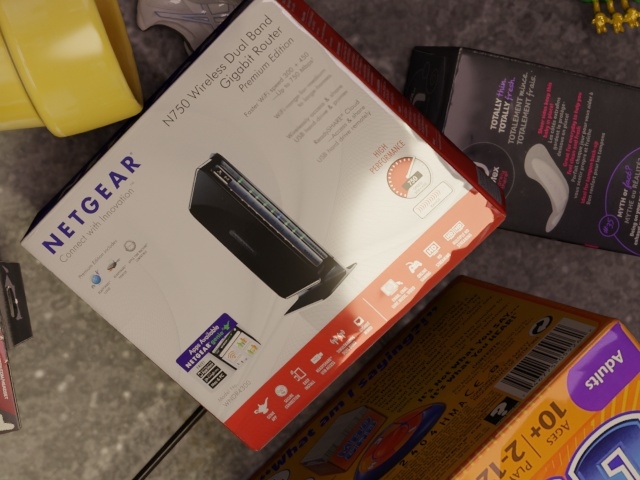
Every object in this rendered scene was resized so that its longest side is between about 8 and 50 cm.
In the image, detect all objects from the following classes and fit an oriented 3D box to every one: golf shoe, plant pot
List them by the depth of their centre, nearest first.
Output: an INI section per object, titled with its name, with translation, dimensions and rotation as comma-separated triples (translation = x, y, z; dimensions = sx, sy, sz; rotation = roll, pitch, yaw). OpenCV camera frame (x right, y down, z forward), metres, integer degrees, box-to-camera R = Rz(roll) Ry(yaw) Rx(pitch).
[plant pot]
translation = -0.305, -0.196, 1.662
dimensions = 0.239, 0.254, 0.254
rotation = -17, 101, 1
[golf shoe]
translation = -0.094, -0.210, 1.819
dimensions = 0.176, 0.069, 0.086
rotation = 21, 109, -15

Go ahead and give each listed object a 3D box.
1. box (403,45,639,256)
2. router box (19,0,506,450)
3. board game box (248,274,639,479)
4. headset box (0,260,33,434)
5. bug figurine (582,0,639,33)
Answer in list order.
[box]
translation = 0.219, -0.087, 1.876
dimensions = 0.270, 0.143, 0.165
rotation = 12, 93, -18
[router box]
translation = -0.053, -0.021, 1.743
dimensions = 0.301, 0.082, 0.335
rotation = 42, 107, -11
[board game box]
translation = 0.182, 0.295, 1.790
dimensions = 0.356, 0.356, 0.356
rotation = -44, 107, -9
[headset box]
translation = -0.408, 0.085, 1.713
dimensions = 0.293, 0.110, 0.218
rotation = -12, 99, -16
[bug figurine]
translation = 0.355, -0.326, 1.933
dimensions = 0.216, 0.072, 0.279
rotation = -6, 102, -11
